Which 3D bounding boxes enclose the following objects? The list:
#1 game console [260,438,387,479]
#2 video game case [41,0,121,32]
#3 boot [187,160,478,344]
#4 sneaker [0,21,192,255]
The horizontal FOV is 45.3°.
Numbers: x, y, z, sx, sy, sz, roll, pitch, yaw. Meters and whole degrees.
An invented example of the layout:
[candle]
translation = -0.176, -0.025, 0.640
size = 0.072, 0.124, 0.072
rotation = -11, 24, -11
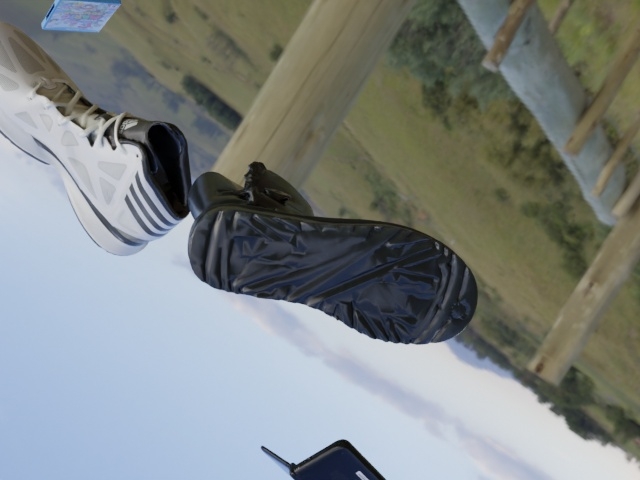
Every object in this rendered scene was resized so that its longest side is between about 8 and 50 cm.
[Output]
[game console]
translation = 0.010, 0.261, 0.865
size = 0.122, 0.107, 0.071
rotation = 50, -168, -30
[video game case]
translation = -0.485, -0.458, 1.551
size = 0.119, 0.015, 0.166
rotation = -6, 177, -32
[boot]
translation = 0.000, 0.000, 0.691
size = 0.247, 0.094, 0.207
rotation = 13, -166, -10
[sneaker]
translation = -0.359, -0.199, 1.241
size = 0.258, 0.169, 0.447
rotation = -23, 109, 40
